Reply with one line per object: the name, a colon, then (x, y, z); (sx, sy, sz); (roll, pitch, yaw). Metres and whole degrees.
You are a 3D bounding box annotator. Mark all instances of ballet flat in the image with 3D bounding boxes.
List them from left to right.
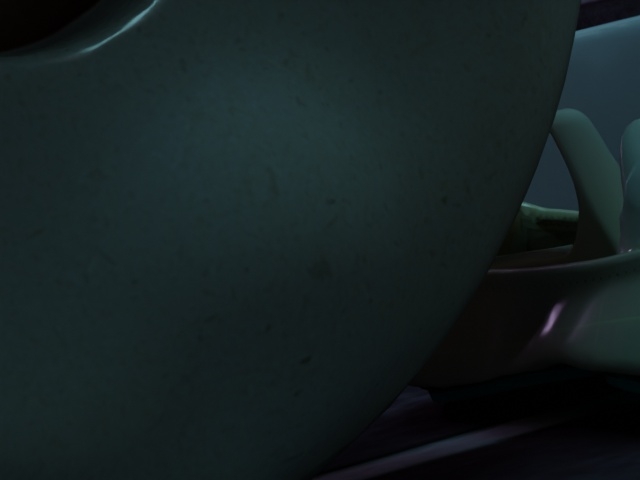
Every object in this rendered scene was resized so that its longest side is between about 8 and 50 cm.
ballet flat: (0.084, 0.002, 0.420); (0.086, 0.086, 0.248); (-15, 2, -31)

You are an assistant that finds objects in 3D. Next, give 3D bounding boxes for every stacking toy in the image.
stacking toy: (-0.190, -0.098, 0.487); (0.351, 0.350, 0.480); (-15, 10, -35)

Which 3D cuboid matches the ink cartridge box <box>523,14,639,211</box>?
ink cartridge box: (0.178, -0.048, 0.735); (0.278, 0.117, 0.201); (-15, 1, -11)
